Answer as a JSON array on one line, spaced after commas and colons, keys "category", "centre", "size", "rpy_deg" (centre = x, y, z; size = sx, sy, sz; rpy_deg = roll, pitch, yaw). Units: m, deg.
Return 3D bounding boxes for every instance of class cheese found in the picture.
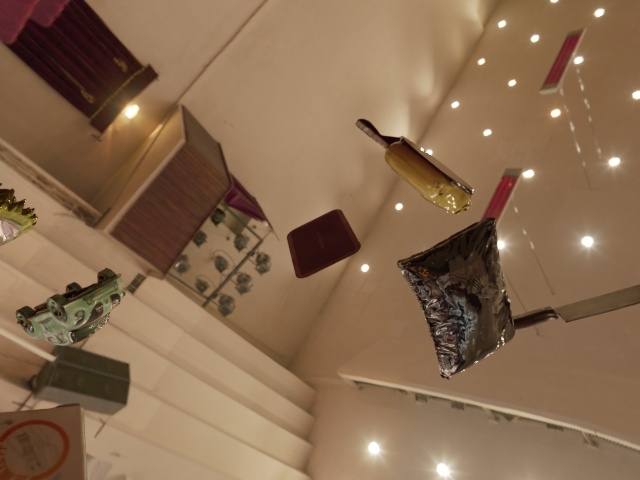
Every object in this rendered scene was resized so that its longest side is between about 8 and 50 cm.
[{"category": "cheese", "centre": [0.091, -0.090, 0.474], "size": [0.036, 0.086, 0.162], "rpy_deg": [-54, -128, 20]}]

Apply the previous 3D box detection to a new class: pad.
[{"category": "pad", "centre": [0.000, 0.000, 1.136], "size": [0.176, 0.002, 0.266], "rpy_deg": [-26, -151, 2]}]

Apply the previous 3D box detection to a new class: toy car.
[{"category": "toy car", "centre": [-0.534, 0.157, 0.951], "size": [0.305, 0.125, 0.136], "rpy_deg": [-15, -166, 35]}]

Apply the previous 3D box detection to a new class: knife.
[{"category": "knife", "centre": [0.372, 0.099, 0.626], "size": [0.245, 0.019, 0.072], "rpy_deg": [-22, 179, 20]}]

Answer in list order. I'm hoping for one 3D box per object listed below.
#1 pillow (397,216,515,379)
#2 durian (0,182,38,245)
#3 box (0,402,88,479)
[{"category": "pillow", "centre": [0.200, 0.084, 0.599], "size": [0.141, 0.208, 0.055], "rpy_deg": [-26, -157, -4]}, {"category": "durian", "centre": [-0.575, -0.041, 0.628], "size": [0.158, 0.352, 0.169], "rpy_deg": [31, -82, 18]}, {"category": "box", "centre": [-0.176, 0.217, 0.199], "size": [0.079, 0.135, 0.269], "rpy_deg": [-60, -138, 28]}]
